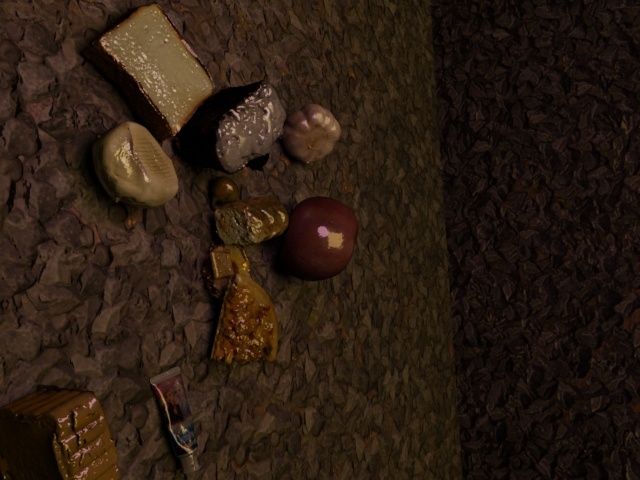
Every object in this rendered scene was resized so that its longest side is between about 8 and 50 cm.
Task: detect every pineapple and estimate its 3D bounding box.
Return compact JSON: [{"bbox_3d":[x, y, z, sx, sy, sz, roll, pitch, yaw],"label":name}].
[{"bbox_3d":[-0.281,0.091,1.670,0.221,0.047,0.221,23,63,-55],"label":"pineapple"}]

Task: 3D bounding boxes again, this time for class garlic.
[{"bbox_3d":[-0.049,-0.398,2.022,0.218,0.219,0.212,53,3,-35],"label":"garlic"}]

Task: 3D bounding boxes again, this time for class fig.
[{"bbox_3d":[-0.295,-0.144,1.670,0.098,0.082,0.084,-45,153,-28],"label":"fig"}]

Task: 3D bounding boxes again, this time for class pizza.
[{"bbox_3d":[-0.198,0.239,1.673,0.258,0.087,0.268,12,88,-58],"label":"pizza"}]

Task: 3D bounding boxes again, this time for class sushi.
[{"bbox_3d":[-0.253,-0.320,1.654,0.348,0.208,0.234,-49,135,-41],"label":"sushi"}]

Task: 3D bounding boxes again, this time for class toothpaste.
[{"bbox_3d":[-0.373,0.472,1.461,0.096,0.061,0.266,-15,90,-54],"label":"toothpaste"}]

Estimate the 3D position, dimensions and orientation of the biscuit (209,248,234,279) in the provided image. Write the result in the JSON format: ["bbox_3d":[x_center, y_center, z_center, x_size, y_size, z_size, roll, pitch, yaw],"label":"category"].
[{"bbox_3d":[-0.284,0.068,1.610,0.083,0.018,0.081,-7,87,-59],"label":"biscuit"}]

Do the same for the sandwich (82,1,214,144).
[{"bbox_3d":[-0.438,-0.454,1.482,0.301,0.099,0.271,53,40,-26],"label":"sandwich"}]

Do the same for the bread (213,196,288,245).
[{"bbox_3d":[-0.199,-0.064,1.726,0.152,0.130,0.268,47,25,9],"label":"bread"}]

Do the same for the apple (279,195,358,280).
[{"bbox_3d":[0.000,0.000,1.881,0.306,0.235,0.305,17,90,-89],"label":"apple"}]

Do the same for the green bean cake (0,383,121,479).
[{"bbox_3d":[-0.519,0.408,1.102,0.131,0.230,0.224,-27,109,-61],"label":"green bean cake"}]

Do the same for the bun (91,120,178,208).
[{"bbox_3d":[-0.464,-0.177,1.376,0.229,0.145,0.229,59,10,-17],"label":"bun"}]
